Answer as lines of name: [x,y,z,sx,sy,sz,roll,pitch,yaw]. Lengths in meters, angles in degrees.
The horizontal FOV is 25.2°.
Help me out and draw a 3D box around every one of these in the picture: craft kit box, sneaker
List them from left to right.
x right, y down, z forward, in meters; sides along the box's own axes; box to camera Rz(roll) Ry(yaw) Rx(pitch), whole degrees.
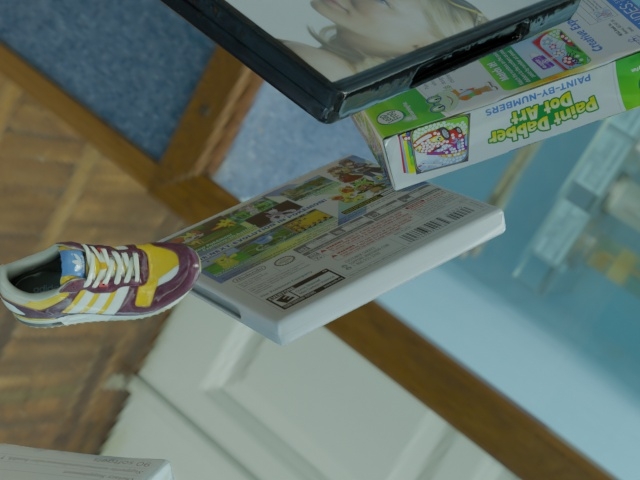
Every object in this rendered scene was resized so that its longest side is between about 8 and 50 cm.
sneaker: [-0.203,0.034,1.313,0.185,0.069,0.084,-14,156,-2]
craft kit box: [0.137,-0.157,1.206,0.247,0.250,0.061,-17,123,-5]

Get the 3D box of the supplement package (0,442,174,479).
supplement package: [-0.148,0.183,0.666,0.179,0.105,0.105,-43,132,-60]

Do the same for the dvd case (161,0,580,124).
dvd case: [0.010,-0.147,0.737,0.253,0.180,0.022,-29,151,-50]

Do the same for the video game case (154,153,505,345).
video game case: [0.000,0.000,1.699,0.329,0.300,0.036,-26,120,-28]
